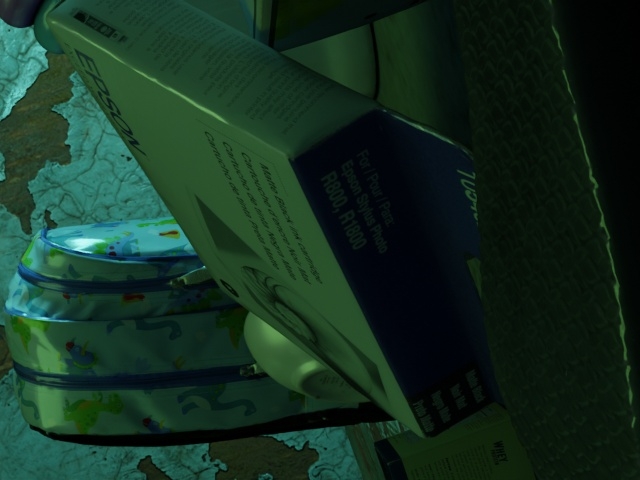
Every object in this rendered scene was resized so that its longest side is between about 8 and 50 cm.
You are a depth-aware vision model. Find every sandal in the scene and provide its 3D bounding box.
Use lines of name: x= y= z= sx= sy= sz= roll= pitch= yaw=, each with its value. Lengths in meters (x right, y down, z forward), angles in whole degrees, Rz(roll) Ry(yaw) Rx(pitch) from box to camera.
sandal: x=0.077 y=-0.032 z=0.350 sx=0.097 sy=0.054 sz=0.254 roll=-153 pitch=53 yaw=-74

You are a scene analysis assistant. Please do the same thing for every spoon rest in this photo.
spoon rest: x=0.031 y=0.029 z=0.796 sx=0.276 sy=0.137 sz=0.084 roll=114 pitch=158 yaw=-63

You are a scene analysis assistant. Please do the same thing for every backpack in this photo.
backpack: x=-0.118 y=0.083 z=1.249 sx=0.290 sy=0.355 sz=0.273 roll=-122 pitch=14 yaw=-75

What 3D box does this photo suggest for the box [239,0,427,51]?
box: x=-0.030 y=-0.229 z=0.499 sx=0.169 sy=0.087 sz=0.290 roll=179 pitch=71 yaw=-86

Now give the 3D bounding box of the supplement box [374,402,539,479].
supplement box: x=0.085 y=0.142 z=0.735 sx=0.056 sy=0.083 sz=0.083 roll=-147 pitch=38 yaw=-83

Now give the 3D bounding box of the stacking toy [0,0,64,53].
stacking toy: x=-0.119 y=-0.154 z=1.041 sx=0.330 sy=0.141 sz=0.141 roll=37 pitch=180 yaw=-7

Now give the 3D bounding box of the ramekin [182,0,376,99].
ramekin: x=-0.073 y=-0.200 z=0.861 sx=0.277 sy=0.135 sz=0.277 roll=161 pitch=90 yaw=-86

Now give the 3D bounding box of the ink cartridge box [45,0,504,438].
ink cartridge box: x=0.000 y=0.000 z=0.585 sx=0.224 sy=0.045 sz=0.223 roll=31 pitch=160 yaw=37
